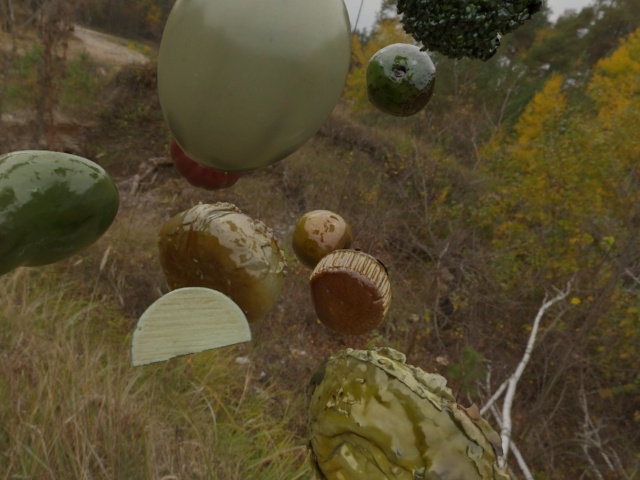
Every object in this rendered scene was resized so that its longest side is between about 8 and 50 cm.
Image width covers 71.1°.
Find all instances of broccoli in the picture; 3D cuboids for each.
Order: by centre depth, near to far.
[{"bbox_3d":[0.289,-0.480,0.833,0.288,0.248,0.246,20,63,28],"label":"broccoli"}]

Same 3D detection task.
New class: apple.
[{"bbox_3d":[0.000,0.000,1.214,0.155,0.182,0.182,27,23,19],"label":"apple"}]

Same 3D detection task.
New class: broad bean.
[{"bbox_3d":[-0.442,-0.046,0.691,0.121,0.189,0.263,19,27,25],"label":"broad bean"}]

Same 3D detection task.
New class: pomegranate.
[{"bbox_3d":[0.247,-0.473,1.356,0.214,0.214,0.248,22,10,17],"label":"pomegranate"}]

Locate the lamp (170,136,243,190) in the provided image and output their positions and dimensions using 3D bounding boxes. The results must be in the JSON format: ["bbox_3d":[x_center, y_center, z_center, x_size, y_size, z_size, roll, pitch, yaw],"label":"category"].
[{"bbox_3d":[-0.324,-0.253,1.308,0.226,0.227,0.227,14,21,-5],"label":"lamp"}]

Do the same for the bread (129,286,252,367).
[{"bbox_3d":[-0.218,0.134,0.741,0.192,0.112,0.036,-9,-13,-23],"label":"bread"}]

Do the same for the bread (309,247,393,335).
[{"bbox_3d":[0.064,0.122,1.007,0.199,0.199,0.104,19,37,10],"label":"bread"}]

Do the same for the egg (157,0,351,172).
[{"bbox_3d":[-0.072,-0.178,0.472,0.186,0.242,0.186,24,36,-19],"label":"egg"}]

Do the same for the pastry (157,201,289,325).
[{"bbox_3d":[-0.207,0.048,0.995,0.315,0.285,0.184,7,27,34],"label":"pastry"}]

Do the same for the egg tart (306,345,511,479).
[{"bbox_3d":[0.073,0.252,0.502,0.279,0.279,0.095,29,38,32],"label":"egg tart"}]
